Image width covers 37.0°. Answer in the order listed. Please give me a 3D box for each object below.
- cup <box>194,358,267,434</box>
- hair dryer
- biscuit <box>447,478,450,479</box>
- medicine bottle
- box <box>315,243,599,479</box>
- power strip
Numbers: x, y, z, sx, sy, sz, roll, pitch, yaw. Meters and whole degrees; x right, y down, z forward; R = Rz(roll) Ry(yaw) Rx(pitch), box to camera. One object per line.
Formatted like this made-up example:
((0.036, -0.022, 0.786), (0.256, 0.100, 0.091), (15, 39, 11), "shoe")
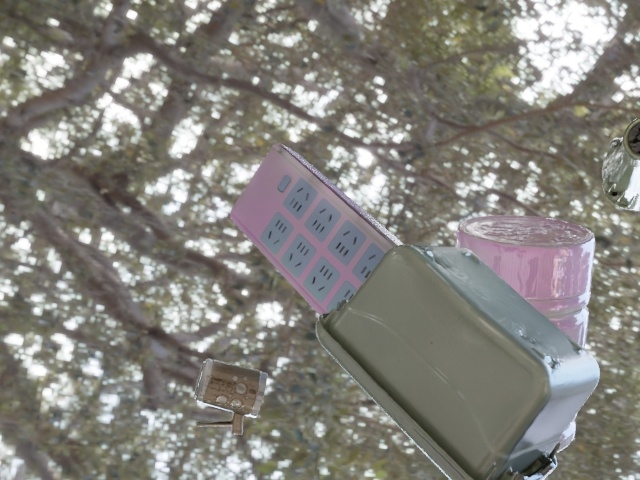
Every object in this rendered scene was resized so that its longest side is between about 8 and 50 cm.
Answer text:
((-0.142, 0.235, 1.464), (0.074, 0.099, 0.102), (-86, -165, -56), "cup")
((0.466, -0.150, 1.234), (0.119, 0.296, 0.298), (46, -62, 17), "hair dryer")
((0.149, 0.357, 1.193), (0.027, 0.188, 0.188), (22, -87, 10), "biscuit")
((0.288, 0.134, 1.402), (0.202, 0.202, 0.316), (19, -68, 45), "medicine bottle")
((0.096, 0.075, 0.630), (0.172, 0.124, 0.093), (44, -67, 27), "box")
((0.000, 0.000, 1.019), (0.109, 0.037, 0.279), (-56, -133, 11), "power strip")
